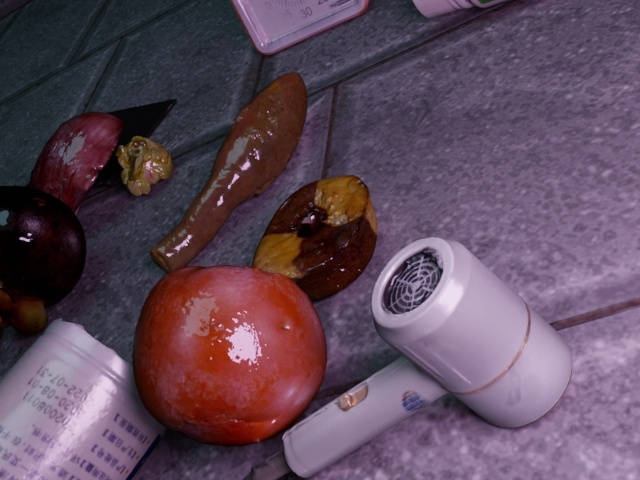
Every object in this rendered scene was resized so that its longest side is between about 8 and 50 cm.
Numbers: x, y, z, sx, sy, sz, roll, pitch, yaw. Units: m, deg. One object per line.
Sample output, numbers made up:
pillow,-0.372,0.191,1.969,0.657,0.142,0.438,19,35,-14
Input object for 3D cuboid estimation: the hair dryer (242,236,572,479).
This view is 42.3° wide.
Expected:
hair dryer,0.041,0.153,0.780,0.357,0.173,0.107,-39,29,22

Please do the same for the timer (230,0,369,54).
timer,-0.060,-0.531,1.582,0.257,0.250,0.161,-17,38,28

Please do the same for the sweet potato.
sweet potato,-0.122,-0.109,1.279,0.109,0.109,0.385,10,62,48

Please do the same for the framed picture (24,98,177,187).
framed picture,-0.482,-0.201,1.791,0.338,0.014,0.255,-1,47,41

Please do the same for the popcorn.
popcorn,-0.318,-0.140,1.507,0.097,0.089,0.109,-8,39,20

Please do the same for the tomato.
tomato,-0.098,0.124,0.882,0.208,0.208,0.184,-4,70,40

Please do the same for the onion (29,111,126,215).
onion,-0.473,-0.118,1.541,0.227,0.120,0.284,-28,41,58

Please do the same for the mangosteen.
mangosteen,-0.502,0.040,1.344,0.228,0.228,0.265,-12,56,33

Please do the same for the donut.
donut,0.000,0.000,1.053,0.166,0.073,0.184,-21,36,25

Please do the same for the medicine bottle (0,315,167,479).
medicine bottle,-0.331,0.271,0.927,0.190,0.190,0.332,9,55,48

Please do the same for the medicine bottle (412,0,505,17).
medicine bottle,0.258,-0.432,1.276,0.236,0.139,0.139,-8,44,36
